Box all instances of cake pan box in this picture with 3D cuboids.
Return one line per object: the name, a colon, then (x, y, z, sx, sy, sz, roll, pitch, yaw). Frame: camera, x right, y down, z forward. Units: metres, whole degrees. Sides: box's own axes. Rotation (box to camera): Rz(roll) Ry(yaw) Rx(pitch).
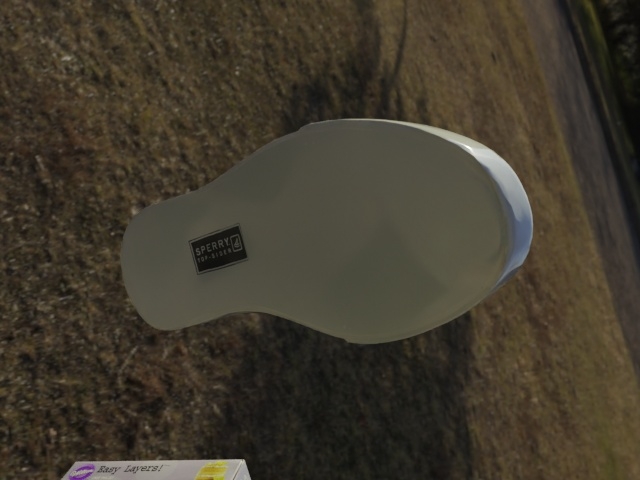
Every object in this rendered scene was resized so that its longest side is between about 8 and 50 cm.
cake pan box: (-0.178, 0.397, 0.956, 0.070, 0.245, 0.267, -55, 133, -60)

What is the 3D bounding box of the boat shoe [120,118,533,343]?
boat shoe: (0.000, 0.000, 0.440, 0.102, 0.301, 0.108, -13, 89, -42)
